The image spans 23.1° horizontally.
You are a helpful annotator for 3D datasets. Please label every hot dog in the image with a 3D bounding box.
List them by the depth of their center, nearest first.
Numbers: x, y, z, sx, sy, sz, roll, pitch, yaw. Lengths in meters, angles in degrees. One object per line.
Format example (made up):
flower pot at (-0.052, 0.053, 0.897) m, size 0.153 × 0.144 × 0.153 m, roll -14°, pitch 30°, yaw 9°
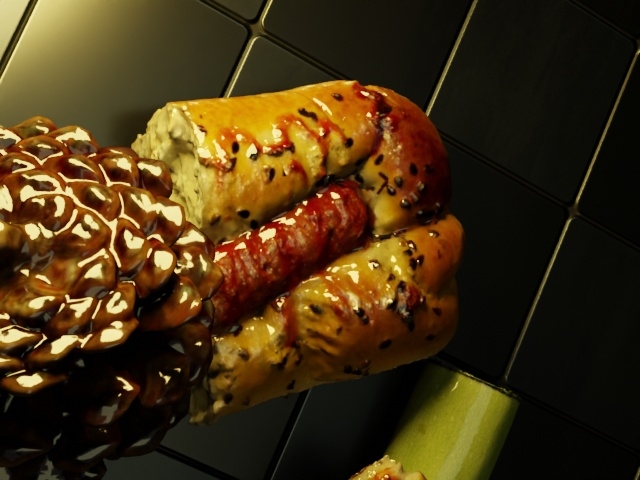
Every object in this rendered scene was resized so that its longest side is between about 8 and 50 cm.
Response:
hot dog at (0.000, 0.000, 1.823) m, size 0.365 × 0.196 × 0.367 m, roll -12°, pitch 98°, yaw -27°

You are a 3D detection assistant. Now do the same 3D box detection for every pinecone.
pinecone at (-0.284, 0.079, 1.613) m, size 0.397 × 0.397 × 0.398 m, roll 0°, pitch 91°, yaw -24°

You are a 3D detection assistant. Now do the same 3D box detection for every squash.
squash at (0.140, 0.278, 1.923) m, size 0.132 × 0.132 × 0.247 m, roll 28°, pitch 83°, yaw -22°

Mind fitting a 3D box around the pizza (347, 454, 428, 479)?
pizza at (-0.003, 0.492, 1.824) m, size 0.406 × 0.130 × 0.440 m, roll -14°, pitch 110°, yaw -9°
